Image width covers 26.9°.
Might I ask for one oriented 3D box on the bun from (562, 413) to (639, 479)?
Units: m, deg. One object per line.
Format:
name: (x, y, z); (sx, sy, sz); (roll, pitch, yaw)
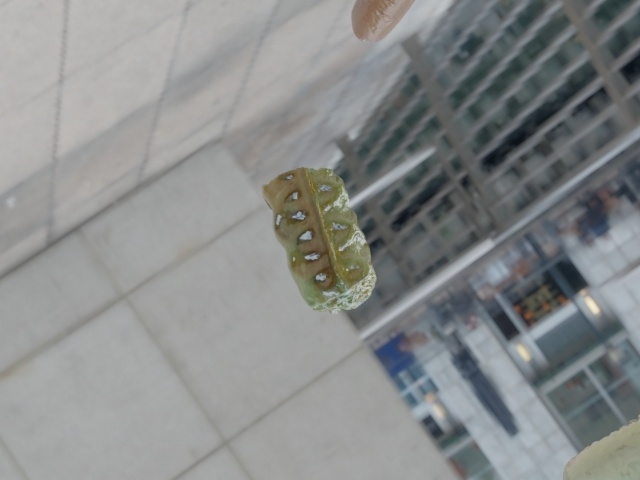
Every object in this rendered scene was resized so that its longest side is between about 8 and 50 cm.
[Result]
bun: (0.573, 0.377, 2.178); (0.361, 0.213, 0.361); (-28, 166, -8)

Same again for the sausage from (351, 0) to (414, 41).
sausage: (0.118, -0.413, 2.190); (0.086, 0.086, 0.289); (-33, 173, -22)

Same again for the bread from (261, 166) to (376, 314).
bread: (0.000, 0.000, 2.024); (0.128, 0.232, 0.088); (-22, -177, 11)
